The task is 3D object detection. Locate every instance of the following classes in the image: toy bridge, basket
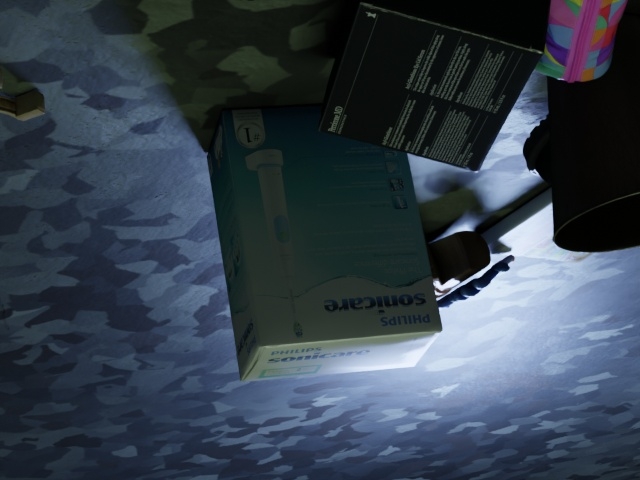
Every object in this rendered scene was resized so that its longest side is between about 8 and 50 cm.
[{"bbox_3d":[-0.359,-0.163,1.679,0.063,0.026,0.188,-16,157,19],"label":"toy bridge"},{"bbox_3d":[0.335,-0.124,1.813,0.204,0.227,0.154,-17,155,15],"label":"basket"}]

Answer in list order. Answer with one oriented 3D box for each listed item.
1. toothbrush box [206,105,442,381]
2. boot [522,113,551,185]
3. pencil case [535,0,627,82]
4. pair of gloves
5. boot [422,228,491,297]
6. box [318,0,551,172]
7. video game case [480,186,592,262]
[{"bbox_3d":[0.000,0.000,1.876,0.216,0.295,0.126,-5,157,-15],"label":"toothbrush box"},{"bbox_3d":[0.412,-0.073,1.925,0.348,0.260,0.131,-28,153,34],"label":"boot"},{"bbox_3d":[0.268,-0.248,1.660,0.104,0.104,0.236,-10,159,-1],"label":"pencil case"},{"bbox_3d":[0.203,0.078,2.340,0.198,0.023,0.159,-34,177,34],"label":"pair of gloves"},{"bbox_3d":[0.078,0.043,2.285,0.220,0.109,0.283,-29,162,37],"label":"boot"},{"bbox_3d":[0.112,-0.189,1.659,0.184,0.103,0.261,13,155,-4],"label":"box"},{"bbox_3d":[0.366,-0.030,2.324,0.206,0.026,0.227,6,152,-34],"label":"video game case"}]
